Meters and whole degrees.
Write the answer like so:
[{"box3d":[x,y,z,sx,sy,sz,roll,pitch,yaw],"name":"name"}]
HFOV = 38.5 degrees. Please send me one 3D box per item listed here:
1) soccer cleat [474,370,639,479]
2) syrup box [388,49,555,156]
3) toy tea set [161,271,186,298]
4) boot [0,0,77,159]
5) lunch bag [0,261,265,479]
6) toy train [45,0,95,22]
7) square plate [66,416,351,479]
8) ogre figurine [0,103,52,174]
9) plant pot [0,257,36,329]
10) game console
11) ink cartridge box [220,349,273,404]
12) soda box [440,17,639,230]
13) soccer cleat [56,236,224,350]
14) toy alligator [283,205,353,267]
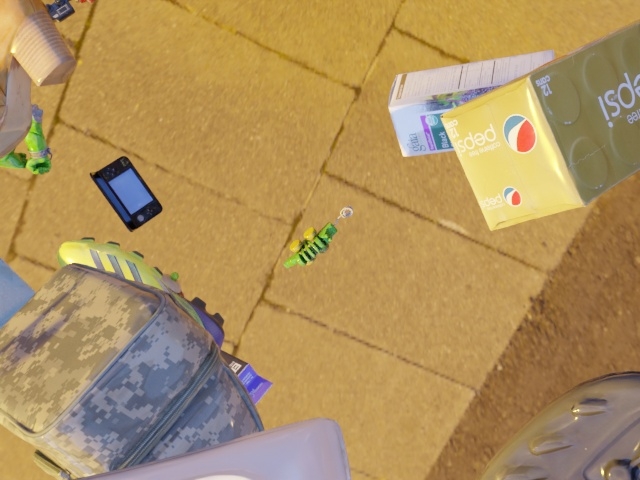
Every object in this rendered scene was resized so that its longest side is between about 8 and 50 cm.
[{"box3d":[0.104,0.185,0.413,0.108,0.116,0.318,21,114,23],"name":"soccer cleat"},{"box3d":[0.225,-0.197,1.329,0.236,0.096,0.093,-6,130,20],"name":"syrup box"},{"box3d":[-0.391,0.107,1.955,0.200,0.336,0.124,38,106,1],"name":"toy tea set"},{"box3d":[-0.473,-0.236,1.239,0.295,0.104,0.211,-41,83,22],"name":"boot"},{"box3d":[-0.217,0.190,1.036,0.213,0.305,0.256,-53,123,-21],"name":"lunch bag"},{"box3d":[-0.354,-0.382,1.406,0.158,0.027,0.036,-37,96,-7],"name":"toy train"},{"box3d":[-0.127,0.305,0.609,0.347,0.344,0.049,-14,145,2],"name":"square plate"},{"box3d":[-0.517,-0.186,1.460,0.197,0.097,0.118,32,121,8],"name":"ogre figurine"},{"box3d":[-0.596,0.133,1.361,0.247,0.252,0.248,42,146,7],"name":"plant pot"},{"box3d":[-0.334,-0.082,1.586,0.122,0.107,0.071,56,147,-7],"name":"game console"},{"box3d":[-0.241,0.333,1.961,0.208,0.206,0.045,20,147,37],"name":"ink cartridge box"},{"box3d":[0.146,-0.070,0.448,0.058,0.181,0.061,-17,99,56],"name":"soda box"},{"box3d":[-0.274,0.102,1.371,0.289,0.121,0.093,35,142,-14],"name":"soccer cleat"},{"box3d":[0.000,0.000,1.923,0.189,0.051,0.056,-40,118,5],"name":"toy alligator"}]
